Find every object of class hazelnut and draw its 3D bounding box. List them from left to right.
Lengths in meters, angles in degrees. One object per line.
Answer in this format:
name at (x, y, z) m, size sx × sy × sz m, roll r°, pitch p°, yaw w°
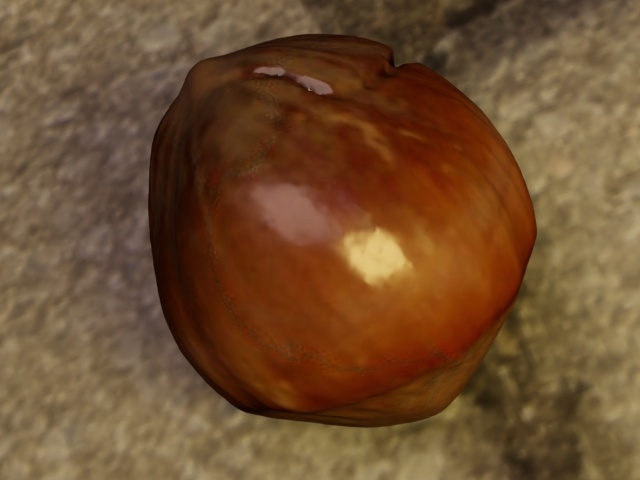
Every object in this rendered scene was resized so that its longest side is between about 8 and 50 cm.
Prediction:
hazelnut at (0.000, 0.000, 0.835) m, size 0.182 × 0.182 × 0.182 m, roll -7°, pitch 64°, yaw 15°
